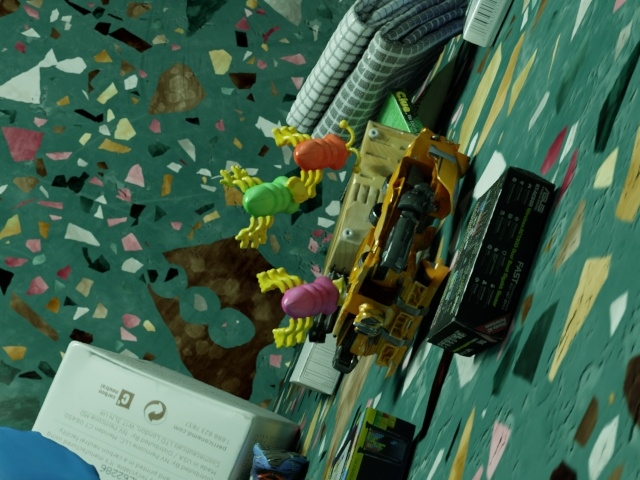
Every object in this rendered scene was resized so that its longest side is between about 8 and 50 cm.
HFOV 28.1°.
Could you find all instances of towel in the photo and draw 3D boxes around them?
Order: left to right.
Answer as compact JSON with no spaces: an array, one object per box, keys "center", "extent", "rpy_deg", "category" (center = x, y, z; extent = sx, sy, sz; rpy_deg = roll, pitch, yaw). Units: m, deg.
[{"center":[0.101,-0.268,1.907],"extent":[0.283,0.121,0.235],"rpy_deg":[-37,-16,-46],"category":"towel"}]

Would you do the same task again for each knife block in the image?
[{"center":[0.057,0.010,1.741],"extent":[0.242,0.088,0.276],"rpy_deg":[112,173,-61],"category":"knife block"}]

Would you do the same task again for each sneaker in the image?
[{"center":[-0.070,0.363,1.890],"extent":[0.221,0.083,0.087],"rpy_deg":[96,-174,-63],"category":"sneaker"}]

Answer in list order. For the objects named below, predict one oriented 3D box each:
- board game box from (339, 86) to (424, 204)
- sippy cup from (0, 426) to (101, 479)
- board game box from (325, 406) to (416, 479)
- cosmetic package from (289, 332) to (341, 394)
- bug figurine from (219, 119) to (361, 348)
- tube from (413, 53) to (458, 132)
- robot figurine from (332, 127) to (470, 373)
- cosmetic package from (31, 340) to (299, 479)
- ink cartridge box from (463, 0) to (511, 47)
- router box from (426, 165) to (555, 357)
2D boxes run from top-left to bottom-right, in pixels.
[{"center":[0.096,-0.088,1.868],"extent":[0.260,0.030,0.136],"rpy_deg":[115,142,-51],"category":"board game box"},{"center":[-0.345,0.330,1.364],"extent":[0.224,0.240,0.305],"rpy_deg":[-62,0,11],"category":"sippy cup"},{"center":[0.020,0.243,1.049],"extent":[0.141,0.048,0.170],"rpy_deg":[111,179,-56],"category":"board game box"},{"center":[0.001,0.184,1.973],"extent":[0.239,0.060,0.099],"rpy_deg":[127,167,-83],"category":"cosmetic package"},{"center":[0.000,0.000,1.429],"extent":[0.072,0.279,0.216],"rpy_deg":[-18,1,38],"category":"bug figurine"},{"center":[0.152,-0.180,1.988],"extent":[0.062,0.070,0.240],"rpy_deg":[52,-124,-44],"category":"tube"},{"center":[0.084,0.012,1.311],"extent":[0.291,0.085,0.211],"rpy_deg":[-70,2,-56],"category":"robot figurine"},{"center":[-0.270,0.385,2.095],"extent":[0.394,0.329,0.327],"rpy_deg":[49,-117,-77],"category":"cosmetic package"},{"center":[0.247,-0.373,1.704],"extent":[0.208,0.045,0.206],"rpy_deg":[-70,2,-71],"category":"ink cartridge box"},{"center":[0.121,0.018,0.913],"extent":[0.092,0.038,0.122],"rpy_deg":[122,170,-76],"category":"router box"}]
